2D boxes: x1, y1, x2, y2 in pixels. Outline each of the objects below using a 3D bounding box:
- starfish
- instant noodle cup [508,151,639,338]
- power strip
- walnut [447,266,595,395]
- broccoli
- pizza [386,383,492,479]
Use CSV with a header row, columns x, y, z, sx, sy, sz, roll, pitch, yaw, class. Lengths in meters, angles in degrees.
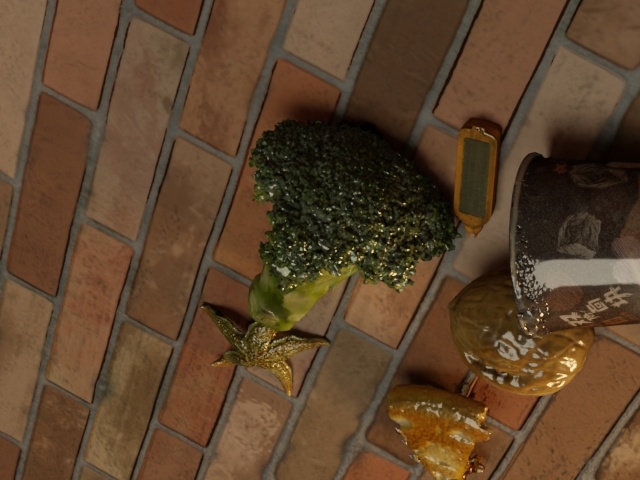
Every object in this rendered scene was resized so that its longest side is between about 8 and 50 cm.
x,y,z,sx,sy,sz,roll,pitch,yaw,class
-0.080,0.160,2.266,0.208,0.053,0.176,-5,135,40,starfish
0.335,0.005,1.773,0.207,0.217,0.217,-1,127,22,instant noodle cup
0.189,-0.072,1.912,0.049,0.028,0.178,16,133,18,power strip
0.243,0.109,1.953,0.184,0.155,0.155,21,135,15,walnut
-0.020,0.000,2.000,0.252,0.221,0.361,17,148,-35,broccoli
0.180,0.271,2.191,0.154,0.069,0.194,8,137,25,pizza
